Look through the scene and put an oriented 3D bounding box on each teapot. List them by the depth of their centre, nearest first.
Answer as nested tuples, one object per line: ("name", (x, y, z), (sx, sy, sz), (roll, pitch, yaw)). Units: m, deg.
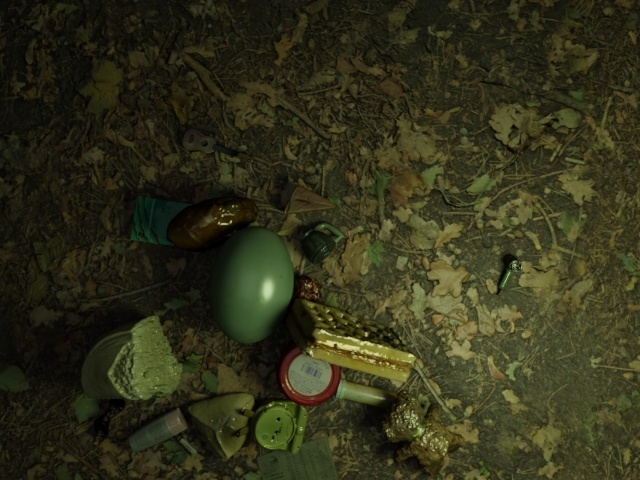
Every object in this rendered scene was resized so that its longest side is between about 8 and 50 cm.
("teapot", (-0.004, 0.000, 1.587), (0.108, 0.111, 0.149), (44, 95, 15))

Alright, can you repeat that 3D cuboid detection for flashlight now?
("flashlight", (-0.475, 0.725, 1.618), (0.083, 0.018, 0.018), (43, 89, 1))

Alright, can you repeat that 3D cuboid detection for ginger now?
("ginger", (-0.360, -0.059, 1.538), (0.322, 0.172, 0.165), (-19, 93, -11))

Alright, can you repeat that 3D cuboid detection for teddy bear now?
("teddy bear", (0.333, 0.653, 1.529), (0.246, 0.296, 0.222), (-47, 54, -6))

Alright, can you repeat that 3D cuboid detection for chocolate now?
("chocolate", (-0.752, 0.623, 1.605), (0.072, 0.070, 0.147), (34, 89, 29))

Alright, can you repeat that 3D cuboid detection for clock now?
("clock", (-0.169, 0.635, 1.564), (0.232, 0.069, 0.169), (12, 90, -16))

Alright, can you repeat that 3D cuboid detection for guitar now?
("guitar", (-0.361, -0.328, 1.632), (0.271, 0.038, 0.083), (18, 90, 4))

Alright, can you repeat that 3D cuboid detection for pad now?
("pad", (-0.082, 0.809, 1.616), (0.265, 0.009, 0.159), (-17, 88, 0))

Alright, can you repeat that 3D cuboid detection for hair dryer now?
("hair dryer", (0.652, 0.127, 1.600), (0.048, 0.071, 0.150), (23, 105, 3))

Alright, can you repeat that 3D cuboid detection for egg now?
("egg", (-0.227, 0.145, 1.500), (0.276, 0.276, 0.388), (7, 89, 1))

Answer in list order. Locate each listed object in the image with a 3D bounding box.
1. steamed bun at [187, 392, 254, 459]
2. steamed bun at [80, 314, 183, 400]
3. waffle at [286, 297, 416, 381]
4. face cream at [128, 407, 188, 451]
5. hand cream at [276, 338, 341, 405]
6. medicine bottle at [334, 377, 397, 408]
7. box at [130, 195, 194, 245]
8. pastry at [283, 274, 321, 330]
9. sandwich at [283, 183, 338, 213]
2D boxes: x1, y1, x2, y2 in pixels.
("steamed bun", (-0.330, 0.649, 1.575), (0.231, 0.110, 0.212), (-15, 89, 3))
("steamed bun", (-0.611, 0.383, 1.513), (0.274, 0.290, 0.272), (-4, 75, 8))
("waffle", (0.096, 0.315, 1.450), (0.377, 0.261, 0.113), (21, 95, -19))
("face cream", (-0.572, 0.669, 1.603), (0.198, 0.057, 0.084), (-26, 89, -2))
("hand cream", (-0.037, 0.438, 1.556), (0.231, 0.149, 0.230), (0, 87, -1))
("medicine bottle", (0.162, 0.539, 1.589), (0.218, 0.074, 0.073), (14, 89, -1))
("box", (-0.551, -0.064, 1.627), (0.227, 0.042, 0.160), (9, 88, 0))
("pastry", (-0.069, 0.223, 1.579), (0.097, 0.115, 0.208), (18, 88, -34))
("sandwich", (-0.035, -0.110, 1.604), (0.163, 0.079, 0.113), (28, 91, 0))
